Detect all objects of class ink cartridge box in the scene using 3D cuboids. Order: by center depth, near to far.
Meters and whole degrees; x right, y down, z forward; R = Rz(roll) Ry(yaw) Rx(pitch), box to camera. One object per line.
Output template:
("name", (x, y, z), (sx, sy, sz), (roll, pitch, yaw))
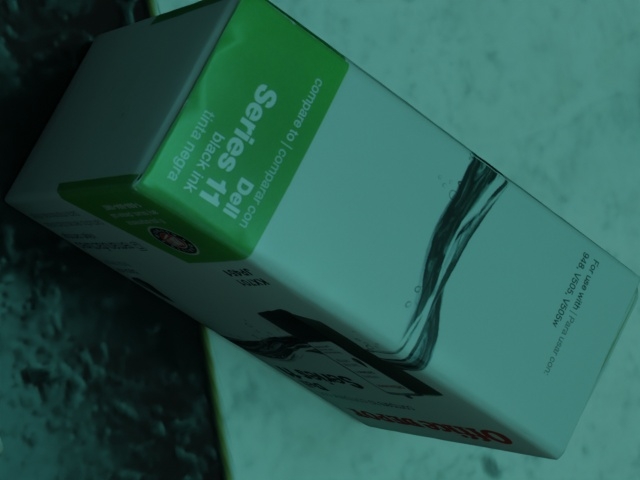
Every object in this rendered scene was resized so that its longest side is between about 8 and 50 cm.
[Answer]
("ink cartridge box", (0.000, 0.000, 0.611), (0.208, 0.153, 0.086), (33, 74, -24))

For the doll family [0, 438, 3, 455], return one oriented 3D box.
("doll family", (-0.212, 0.041, 0.507), (0.163, 0.118, 0.263), (-26, 102, -28))
